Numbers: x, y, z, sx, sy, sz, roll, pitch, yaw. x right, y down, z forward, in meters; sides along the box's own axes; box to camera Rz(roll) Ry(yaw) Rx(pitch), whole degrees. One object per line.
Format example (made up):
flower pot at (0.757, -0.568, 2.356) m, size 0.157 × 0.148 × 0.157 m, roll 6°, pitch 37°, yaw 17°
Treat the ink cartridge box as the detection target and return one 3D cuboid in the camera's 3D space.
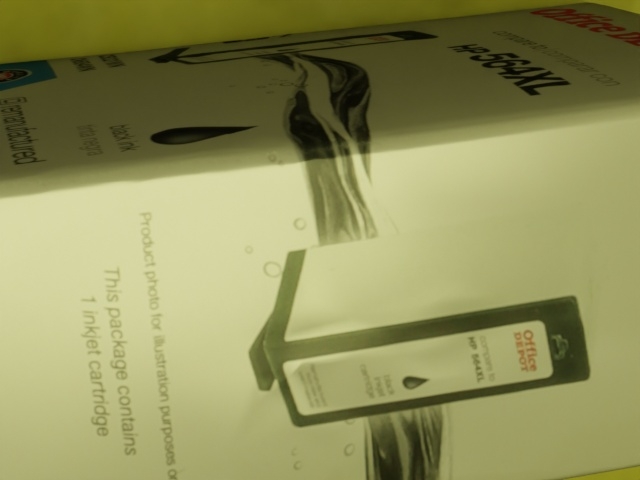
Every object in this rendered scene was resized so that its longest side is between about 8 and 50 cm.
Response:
ink cartridge box at (0.000, 0.000, 0.422) m, size 0.203 × 0.148 × 0.086 m, roll -8°, pitch 105°, yaw -12°
